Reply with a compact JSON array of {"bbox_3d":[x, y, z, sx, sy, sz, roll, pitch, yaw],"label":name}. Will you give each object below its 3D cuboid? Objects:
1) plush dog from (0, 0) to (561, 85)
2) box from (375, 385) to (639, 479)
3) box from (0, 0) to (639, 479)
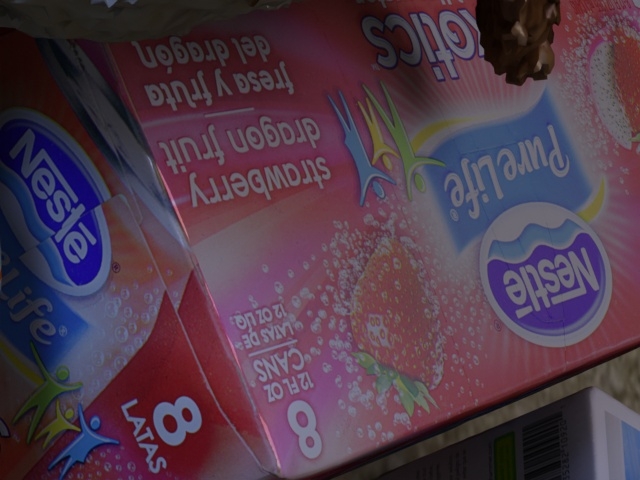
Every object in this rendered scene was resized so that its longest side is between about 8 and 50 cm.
[{"bbox_3d":[-0.020,-0.112,0.423,0.225,0.262,0.211,-26,123,-42],"label":"plush dog"},{"bbox_3d":[0.124,0.155,0.698,0.203,0.103,0.114,31,46,-35],"label":"box"},{"bbox_3d":[0.000,0.000,0.607,0.300,0.154,0.142,-14,78,-54],"label":"box"}]
